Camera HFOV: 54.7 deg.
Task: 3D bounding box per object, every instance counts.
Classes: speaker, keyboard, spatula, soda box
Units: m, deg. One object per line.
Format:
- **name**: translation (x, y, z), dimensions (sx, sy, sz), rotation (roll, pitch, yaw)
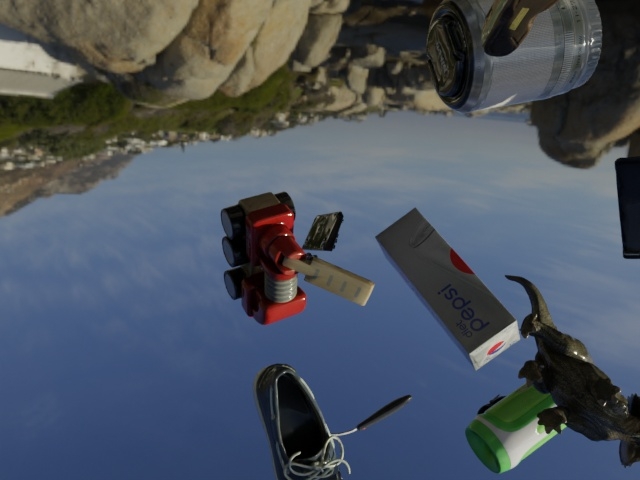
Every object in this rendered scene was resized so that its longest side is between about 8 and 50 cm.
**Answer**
- **speaker**: translation (0.457, 0.365, 1.319), dimensions (0.296, 0.131, 0.131), rotation (-29, -156, -17)
- **keyboard**: translation (0.000, 0.000, 1.190), dimensions (0.023, 0.108, 0.180), rotation (26, 173, -12)
- **spatula**: translation (0.052, 0.380, 1.250), dimensions (0.296, 0.030, 0.084), rotation (-24, 158, 1)
- **soda box**: translation (0.217, 0.078, 1.081), dimensions (0.286, 0.098, 0.091), rotation (55, 180, 35)

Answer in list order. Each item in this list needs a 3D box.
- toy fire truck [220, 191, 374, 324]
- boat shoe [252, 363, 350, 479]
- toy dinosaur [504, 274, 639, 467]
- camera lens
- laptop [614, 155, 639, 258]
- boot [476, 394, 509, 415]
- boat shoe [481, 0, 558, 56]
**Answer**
- **toy fire truck**: translation (-0.046, 0.060, 1.040), dimensions (0.158, 0.217, 0.246), rotation (-17, -136, -25)
- **boat shoe**: translation (-0.019, 0.294, 0.870), dimensions (0.095, 0.254, 0.079), rotation (-16, 177, -23)
- **toy dinosaur**: translation (0.326, 0.179, 0.802), dimensions (0.160, 0.121, 0.313), rotation (29, -165, -46)
- **camera lens**: translation (0.358, -0.371, 1.188), dimensions (0.274, 0.219, 0.219), rotation (-11, -164, -10)
- **laptop**: translation (0.632, -0.102, 0.866), dimensions (0.382, 0.236, 0.408), rotation (-1, -151, 27)
- **boot**: translation (0.524, 0.388, 1.492), dimensions (0.207, 0.248, 0.090), rotation (8, -131, -32)
- **boat shoe**: translation (0.257, -0.320, 0.774), dimensions (0.068, 0.072, 0.190), rotation (8, 152, -21)
